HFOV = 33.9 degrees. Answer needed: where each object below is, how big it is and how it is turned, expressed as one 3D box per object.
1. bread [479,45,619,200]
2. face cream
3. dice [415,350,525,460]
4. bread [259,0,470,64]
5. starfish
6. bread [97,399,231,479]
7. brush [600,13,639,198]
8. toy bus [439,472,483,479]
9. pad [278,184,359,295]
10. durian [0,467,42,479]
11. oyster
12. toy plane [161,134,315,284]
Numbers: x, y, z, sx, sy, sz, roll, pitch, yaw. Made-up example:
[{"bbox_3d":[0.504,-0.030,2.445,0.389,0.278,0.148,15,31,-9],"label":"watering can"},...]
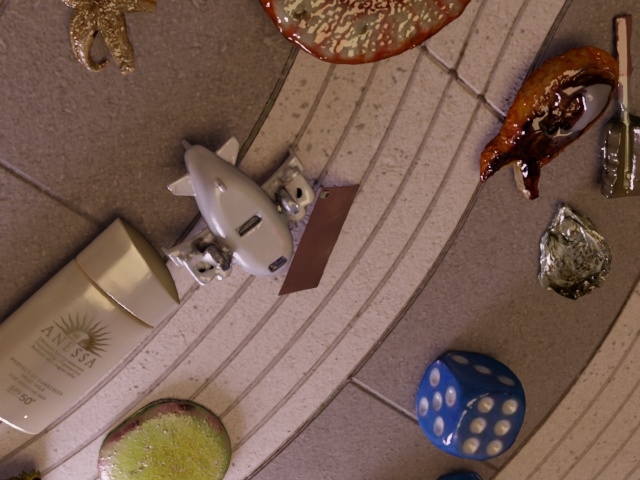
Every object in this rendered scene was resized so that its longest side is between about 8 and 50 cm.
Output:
[{"bbox_3d":[0.351,-0.189,1.636,0.139,0.095,0.269,24,121,-24],"label":"bread"},{"bbox_3d":[-0.365,0.133,1.573,0.348,0.081,0.173,-41,120,6],"label":"face cream"},{"bbox_3d":[0.259,0.283,1.807,0.146,0.146,0.143,8,111,-25],"label":"dice"},{"bbox_3d":[0.065,-0.392,1.426,0.328,0.114,0.295,-33,122,0],"label":"bread"},{"bbox_3d":[-0.287,-0.320,1.389,0.150,0.053,0.209,2,113,-23],"label":"starfish"},{"bbox_3d":[-0.258,0.369,1.752,0.228,0.033,0.228,-7,118,-13],"label":"bread"},{"bbox_3d":[0.488,-0.210,1.679,0.084,0.071,0.301,-10,113,-8],"label":"brush"},{"bbox_3d":[0.278,0.499,1.899,0.090,0.184,0.106,-5,109,-15],"label":"toy bus"},{"bbox_3d":[0.000,0.000,1.623,0.113,0.006,0.187,-9,127,-57],"label":"pad"},{"bbox_3d":[-0.516,0.433,1.685,0.108,0.119,0.186,22,98,14],"label":"durian"},{"bbox_3d":[0.431,0.024,1.780,0.125,0.064,0.177,10,123,-6],"label":"oyster"},{"bbox_3d":[-0.124,-0.046,1.543,0.245,0.117,0.244,-11,117,-22],"label":"toy plane"}]
